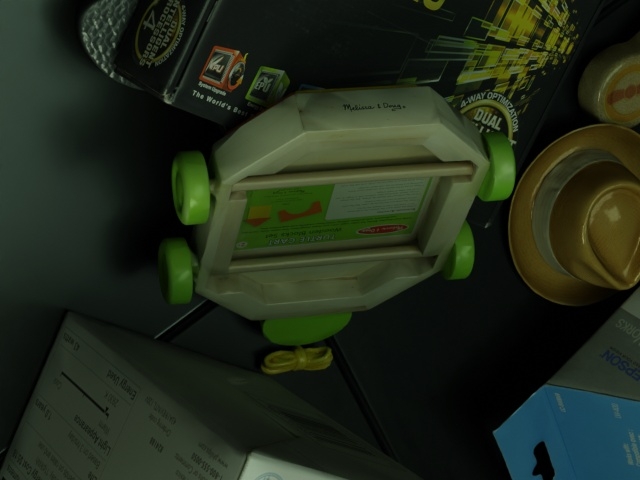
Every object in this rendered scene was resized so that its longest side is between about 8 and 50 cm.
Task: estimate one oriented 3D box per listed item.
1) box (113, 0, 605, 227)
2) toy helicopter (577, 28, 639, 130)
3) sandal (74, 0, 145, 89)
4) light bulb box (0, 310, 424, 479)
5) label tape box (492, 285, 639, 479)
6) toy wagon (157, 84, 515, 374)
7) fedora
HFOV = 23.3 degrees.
[{"bbox_3d":[0.062,-0.210,1.283,0.395,0.097,0.318,20,98,-42],"label":"box"},{"bbox_3d":[0.399,-0.236,1.535,0.355,0.140,0.235,-44,131,-1],"label":"toy helicopter"},{"bbox_3d":[-0.090,-0.186,1.278,0.254,0.054,0.097,-16,120,-33],"label":"sandal"},{"bbox_3d":[-0.116,0.292,1.205,0.225,0.358,0.361,22,92,-32],"label":"light bulb box"},{"bbox_3d":[0.344,0.161,1.557,0.333,0.106,0.241,-44,141,-14],"label":"label tape box"},{"bbox_3d":[0.000,0.000,1.289,0.267,0.068,0.344,-4,148,-16],"label":"toy wagon"},{"bbox_3d":[0.275,-0.015,1.511,0.194,0.079,0.194,-9,115,-20],"label":"fedora"}]
